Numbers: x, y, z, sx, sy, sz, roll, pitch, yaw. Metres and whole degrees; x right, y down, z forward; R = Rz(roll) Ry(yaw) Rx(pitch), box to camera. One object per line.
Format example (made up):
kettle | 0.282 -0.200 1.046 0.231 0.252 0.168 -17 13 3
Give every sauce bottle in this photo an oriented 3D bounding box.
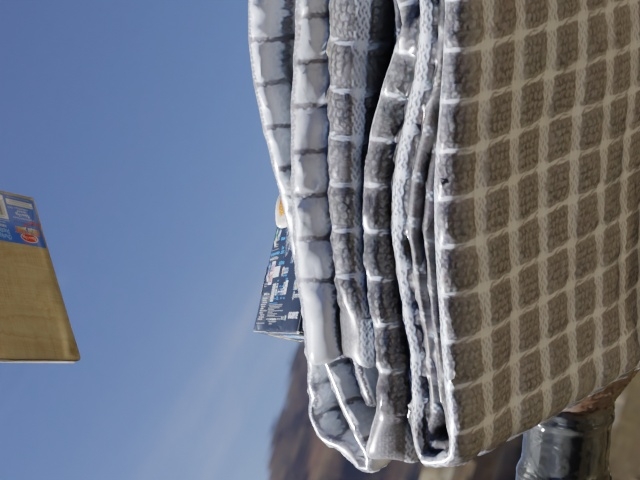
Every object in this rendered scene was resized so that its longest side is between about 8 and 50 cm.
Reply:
sauce bottle | 0.185 0.027 1.096 0.111 0.111 0.344 -57 -31 -70

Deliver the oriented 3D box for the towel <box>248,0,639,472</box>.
towel | 0.089 -0.066 0.607 0.235 0.121 0.284 -22 -67 -43

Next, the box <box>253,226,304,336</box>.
box | 0.000 0.000 1.321 0.220 0.051 0.175 163 120 -78

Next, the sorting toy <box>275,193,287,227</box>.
sorting toy | 0.019 -0.039 1.060 0.075 0.083 0.045 -31 65 38

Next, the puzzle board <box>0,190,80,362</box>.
puzzle board | -0.170 0.017 0.793 0.128 0.011 0.096 14 -124 -70
